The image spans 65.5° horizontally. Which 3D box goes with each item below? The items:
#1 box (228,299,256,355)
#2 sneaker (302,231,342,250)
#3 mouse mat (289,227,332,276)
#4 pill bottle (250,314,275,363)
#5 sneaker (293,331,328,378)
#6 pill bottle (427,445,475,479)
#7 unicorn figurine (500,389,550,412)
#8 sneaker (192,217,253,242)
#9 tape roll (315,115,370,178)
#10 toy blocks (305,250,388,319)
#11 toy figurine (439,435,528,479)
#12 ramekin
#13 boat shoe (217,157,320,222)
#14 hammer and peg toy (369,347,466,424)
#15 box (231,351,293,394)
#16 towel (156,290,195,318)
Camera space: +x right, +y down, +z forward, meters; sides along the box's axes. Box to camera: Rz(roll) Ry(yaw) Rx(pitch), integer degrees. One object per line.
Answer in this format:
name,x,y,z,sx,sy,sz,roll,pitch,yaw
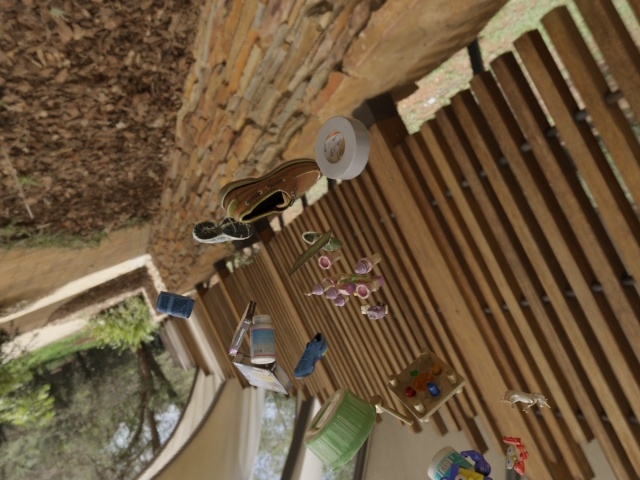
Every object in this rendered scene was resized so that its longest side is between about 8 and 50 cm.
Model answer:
box,-0.268,0.301,1.715,0.116,0.029,0.162,-86,-161,-63
sneaker,0.000,0.000,2.281,0.192,0.064,0.086,13,171,28
mouse mat,-0.032,0.038,1.700,0.189,0.007,0.152,-41,-169,19
pill bottle,-0.205,0.349,1.759,0.087,0.160,0.087,-4,157,-2
sneaker,-0.041,0.397,1.733,0.069,0.082,0.209,-3,-159,29
pill bottle,0.549,0.924,1.889,0.146,0.146,0.264,-24,-141,-30
unicorn figurine,0.755,0.585,1.822,0.162,0.060,0.111,22,-147,30
sneaker,-0.453,-0.044,2.296,0.283,0.110,0.122,-3,167,-25
tape roll,0.075,-0.327,1.762,0.072,0.219,0.219,-2,162,-40
toy blocks,0.117,0.225,2.239,0.288,0.309,0.260,2,-163,36
toy figurine,0.429,0.712,1.350,0.217,0.363,0.191,-3,151,34
ramekin,0.069,0.731,1.961,0.303,0.148,0.303,-50,-179,1
boat shoe,-0.110,-0.121,1.298,0.307,0.104,0.111,-27,146,-28
hammer and peg toy,0.407,0.645,2.099,0.361,0.127,0.266,-38,-149,-11
box,-0.255,0.576,2.166,0.231,0.183,0.056,2,-136,37
towel,-0.449,0.198,1.529,0.119,0.067,0.029,10,171,18
